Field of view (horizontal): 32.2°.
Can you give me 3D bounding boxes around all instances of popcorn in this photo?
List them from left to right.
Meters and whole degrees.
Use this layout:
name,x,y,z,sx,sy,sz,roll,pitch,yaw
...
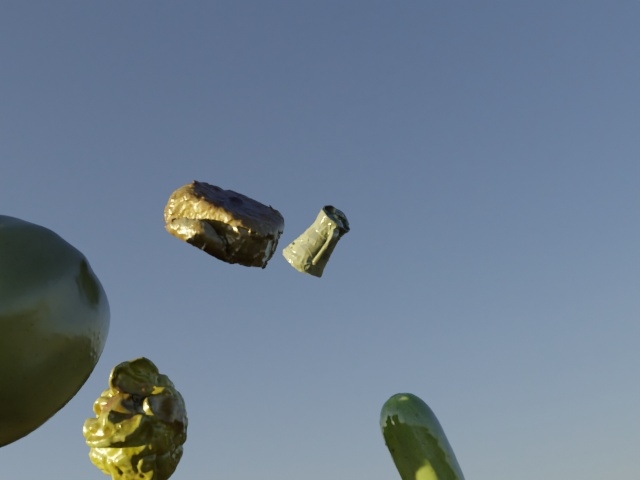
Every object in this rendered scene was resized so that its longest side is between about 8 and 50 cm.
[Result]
name,x,y,z,sx,sy,sz,roll,pitch,yaw
popcorn,-0.341,0.343,2.044,0.181,0.235,0.216,10,-53,5

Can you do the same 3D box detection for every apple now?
name,x,y,z,sx,sy,sz,roll,pitch,yaw
apple,-0.506,0.130,1.674,0.357,0.357,0.357,-8,-21,-3

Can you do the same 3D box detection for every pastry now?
name,x,y,z,sx,sy,sz,roll,pitch,yaw
pastry,-0.157,-0.025,1.915,0.229,0.100,0.218,11,15,-48

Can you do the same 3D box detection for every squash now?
name,x,y,z,sx,sy,sz,roll,pitch,yaw
squash,0.220,0.464,2.117,0.118,0.370,0.118,-26,-6,-3

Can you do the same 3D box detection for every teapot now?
name,x,y,z,sx,sy,sz,roll,pitch,yaw
teapot,0.000,0.000,1.328,0.057,0.067,0.083,32,-81,-20
